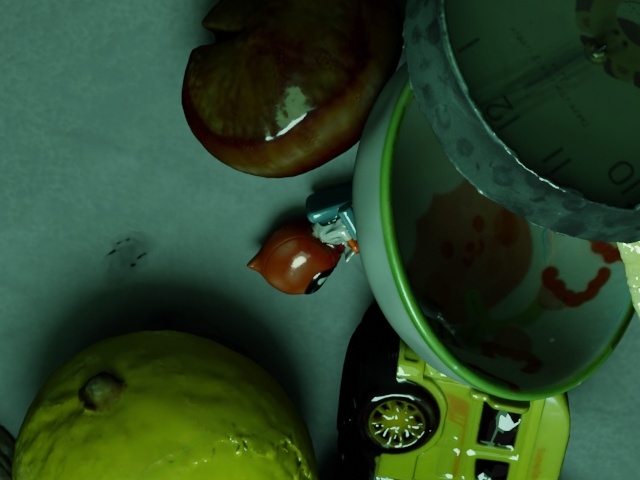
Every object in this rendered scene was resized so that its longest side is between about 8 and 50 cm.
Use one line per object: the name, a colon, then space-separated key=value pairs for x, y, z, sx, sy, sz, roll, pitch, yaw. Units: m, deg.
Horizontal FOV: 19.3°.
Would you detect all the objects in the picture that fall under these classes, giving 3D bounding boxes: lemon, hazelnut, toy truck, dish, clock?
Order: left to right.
lemon: x=-0.139 y=0.228 z=1.711 sx=0.297 sy=0.297 sz=0.297 roll=1 pitch=116 yaw=3
hazelnut: x=-0.015 y=-0.143 z=1.595 sx=0.178 sy=0.178 sz=0.204 roll=33 pitch=82 yaw=-12
toy truck: x=0.118 y=0.248 z=1.761 sx=0.254 sy=0.180 sz=0.405 roll=7 pitch=117 yaw=-4
dish: x=0.133 y=-0.026 z=1.602 sx=0.124 sy=0.324 sz=0.324 roll=-5 pitch=123 yaw=49
clock: x=0.218 y=-0.151 z=1.509 sx=0.312 sy=0.312 sz=0.061 roll=26 pitch=151 yaw=-9

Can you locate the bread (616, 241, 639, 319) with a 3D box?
bread: x=0.310 y=-0.020 z=1.616 sx=0.068 sy=0.188 sz=0.125 roll=-7 pitch=118 yaw=27

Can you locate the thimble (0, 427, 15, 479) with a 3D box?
thimble: x=-0.378 y=0.260 z=1.817 sx=0.229 sy=0.148 sz=0.196 roll=18 pitch=113 yaw=-8

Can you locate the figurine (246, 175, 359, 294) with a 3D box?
figurine: x=0.000 y=0.000 z=1.709 sx=0.140 sy=0.068 sz=0.075 roll=-31 pitch=113 yaw=14
